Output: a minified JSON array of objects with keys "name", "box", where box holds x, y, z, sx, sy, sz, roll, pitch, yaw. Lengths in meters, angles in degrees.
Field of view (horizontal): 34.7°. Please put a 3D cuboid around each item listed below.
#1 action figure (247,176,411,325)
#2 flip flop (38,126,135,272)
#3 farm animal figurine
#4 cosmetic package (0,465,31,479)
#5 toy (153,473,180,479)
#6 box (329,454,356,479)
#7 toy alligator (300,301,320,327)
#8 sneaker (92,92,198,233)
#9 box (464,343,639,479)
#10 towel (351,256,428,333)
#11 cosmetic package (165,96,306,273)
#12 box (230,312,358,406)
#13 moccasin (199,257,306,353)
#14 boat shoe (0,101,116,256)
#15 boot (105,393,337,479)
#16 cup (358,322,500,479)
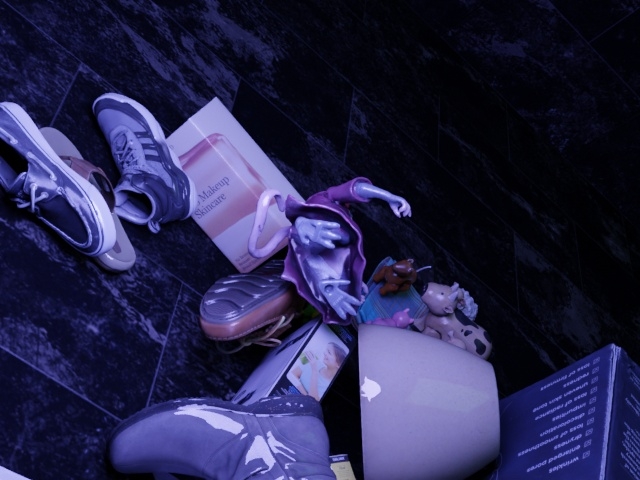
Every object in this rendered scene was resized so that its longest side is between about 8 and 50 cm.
[{"name":"action figure","box":[0.000,0.000,1.839,0.276,0.248,0.370,18,20,-7]},{"name":"flip flop","box":[-0.385,-0.075,1.711,0.277,0.080,0.112,58,32,4]},{"name":"farm animal figurine","box":[0.248,0.184,2.149,0.327,0.172,0.330,31,41,-34]},{"name":"cosmetic package","box":[-0.351,0.392,1.351,0.239,0.060,0.099,35,36,-29]},{"name":"toy","box":[-0.186,0.432,1.494,0.137,0.056,0.237,37,2,-28]},{"name":"box","box":[0.039,0.491,1.750,0.058,0.087,0.232,6,58,-48]},{"name":"toy alligator","box":[-0.019,0.157,2.013,0.051,0.056,0.189,-8,60,-11]},{"name":"sneaker","box":[-0.333,-0.136,1.812,0.268,0.101,0.153,55,29,-5]},{"name":"box","box":[0.399,0.509,1.833,0.297,0.480,0.472,49,33,-10]},{"name":"towel","box":[0.221,0.233,2.265,0.370,0.040,0.271,50,33,-8]},{"name":"cosmetic package","box":[-0.173,-0.102,1.949,0.296,0.153,0.129,49,31,-8]},{"name":"box","box":[-0.063,0.253,1.758,0.087,0.169,0.290,49,34,-6]},{"name":"moccasin","box":[-0.112,0.127,1.809,0.380,0.139,0.147,-34,129,-77]},{"name":"boat shoe","box":[-0.449,-0.088,1.619,0.301,0.108,0.102,52,32,0]},{"name":"boot","box":[-0.133,0.338,1.462,0.338,0.118,0.222,-8,43,-8]},{"name":"cup","box":[0.192,0.308,1.826,0.331,0.237,0.331,-2,90,-86]}]
